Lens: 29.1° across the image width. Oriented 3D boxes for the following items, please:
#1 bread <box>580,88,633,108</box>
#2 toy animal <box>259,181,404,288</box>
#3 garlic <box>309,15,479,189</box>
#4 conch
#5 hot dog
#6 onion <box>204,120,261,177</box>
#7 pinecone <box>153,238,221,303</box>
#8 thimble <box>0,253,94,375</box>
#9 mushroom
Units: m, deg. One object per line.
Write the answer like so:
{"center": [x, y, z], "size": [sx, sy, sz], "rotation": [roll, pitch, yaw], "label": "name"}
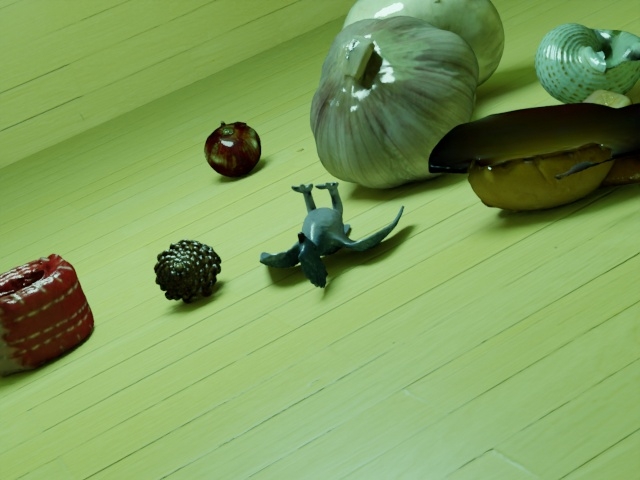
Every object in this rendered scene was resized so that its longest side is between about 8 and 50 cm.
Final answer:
{"center": [0.430, -0.181, 1.903], "size": [0.082, 0.056, 0.115], "rotation": [22, 55, 39], "label": "bread"}
{"center": [0.000, 0.000, 1.826], "size": [0.239, 0.176, 0.255], "rotation": [-11, -14, 19], "label": "toy animal"}
{"center": [0.116, -0.228, 2.056], "size": [0.241, 0.322, 0.322], "rotation": [1, 5, -32], "label": "garlic"}
{"center": [0.450, -0.283, 2.064], "size": [0.172, 0.131, 0.200], "rotation": [4, 32, -12], "label": "conch"}
{"center": [0.327, -0.099, 1.715], "size": [0.326, 0.107, 0.194], "rotation": [4, 39, 33], "label": "hot dog"}
{"center": [-0.174, -0.181, 2.476], "size": [0.117, 0.119, 0.118], "rotation": [-26, 18, -3], "label": "onion"}
{"center": [-0.195, 0.044, 1.885], "size": [0.102, 0.102, 0.109], "rotation": [-6, 13, 38], "label": "pinecone"}
{"center": [-0.449, 0.115, 1.898], "size": [0.163, 0.125, 0.189], "rotation": [2, 28, 44], "label": "thimble"}
{"center": [0.198, -0.374, 2.327], "size": [0.315, 0.315, 0.356], "rotation": [-23, 8, -8], "label": "mushroom"}
